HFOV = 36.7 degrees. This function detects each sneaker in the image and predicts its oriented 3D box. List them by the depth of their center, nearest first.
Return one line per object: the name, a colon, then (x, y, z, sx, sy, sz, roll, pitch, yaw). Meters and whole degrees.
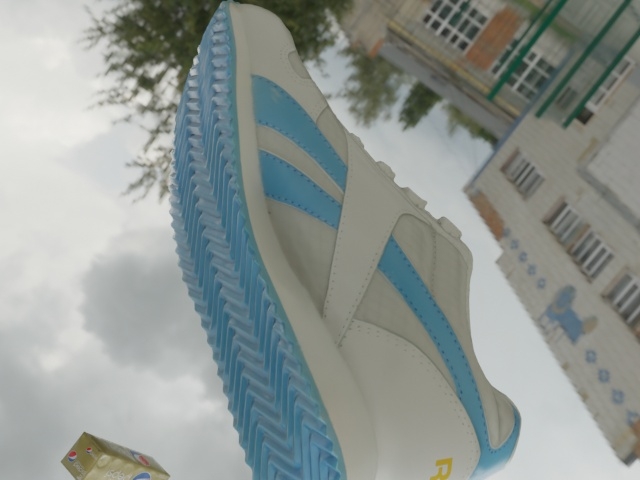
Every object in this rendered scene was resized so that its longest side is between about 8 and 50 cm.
sneaker: (0.000, 0.000, 0.387, 0.092, 0.087, 0.229, -3, -120, -28)

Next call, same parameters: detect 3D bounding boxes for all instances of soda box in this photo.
soda box: (-0.321, 0.362, 1.523, 0.058, 0.061, 0.181, 35, 176, 36)
